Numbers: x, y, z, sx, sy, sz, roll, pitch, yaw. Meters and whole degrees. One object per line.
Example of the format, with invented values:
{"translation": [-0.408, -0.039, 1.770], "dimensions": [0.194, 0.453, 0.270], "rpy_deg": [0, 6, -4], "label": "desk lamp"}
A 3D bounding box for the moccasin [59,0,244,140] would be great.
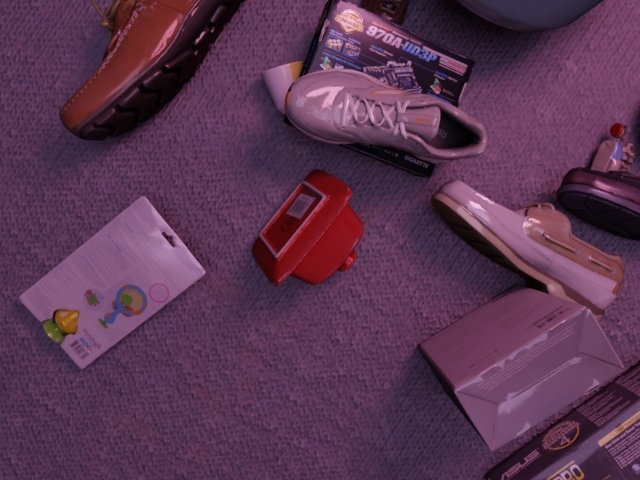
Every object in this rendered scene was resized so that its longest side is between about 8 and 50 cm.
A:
{"translation": [-0.220, -0.299, 0.816], "dimensions": [0.147, 0.139, 0.380], "rpy_deg": [36, 91, -1], "label": "moccasin"}

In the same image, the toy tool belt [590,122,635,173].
{"translation": [0.426, -0.122, 0.885], "dimensions": [0.051, 0.052, 0.083], "rpy_deg": [18, 96, -32], "label": "toy tool belt"}

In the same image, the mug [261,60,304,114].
{"translation": [-0.039, -0.214, 0.860], "dimensions": [0.078, 0.062, 0.064], "rpy_deg": [-10, 102, 31], "label": "mug"}

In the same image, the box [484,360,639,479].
{"translation": [0.491, 0.365, 0.880], "dimensions": [0.395, 0.097, 0.318], "rpy_deg": [-37, 94, 1], "label": "box"}

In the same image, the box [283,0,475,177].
{"translation": [0.081, -0.204, 0.841], "dimensions": [0.220, 0.051, 0.175], "rpy_deg": [19, 95, -15], "label": "box"}

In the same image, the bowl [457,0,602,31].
{"translation": [0.257, -0.385, 0.771], "dimensions": [0.311, 0.163, 0.311], "rpy_deg": [13, 50, -15], "label": "bowl"}

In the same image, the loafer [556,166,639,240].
{"translation": [0.475, -0.046, 0.866], "dimensions": [0.302, 0.109, 0.095], "rpy_deg": [22, 79, -9], "label": "loafer"}

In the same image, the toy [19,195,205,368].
{"translation": [-0.291, 0.059, 0.872], "dimensions": [0.237, 0.056, 0.137], "rpy_deg": [-38, 96, 6], "label": "toy"}

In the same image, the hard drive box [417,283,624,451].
{"translation": [0.242, 0.150, 0.797], "dimensions": [0.181, 0.232, 0.089], "rpy_deg": [-32, 93, 1], "label": "hard drive box"}

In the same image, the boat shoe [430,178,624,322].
{"translation": [0.292, -0.003, 0.858], "dimensions": [0.302, 0.113, 0.103], "rpy_deg": [35, 90, -13], "label": "boat shoe"}

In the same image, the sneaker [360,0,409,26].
{"translation": [0.102, -0.361, 0.852], "dimensions": [0.066, 0.071, 0.188], "rpy_deg": [21, 92, -2], "label": "sneaker"}

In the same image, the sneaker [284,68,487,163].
{"translation": [0.089, -0.156, 0.761], "dimensions": [0.262, 0.121, 0.099], "rpy_deg": [8, 98, -14], "label": "sneaker"}

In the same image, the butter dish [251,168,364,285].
{"translation": [0.000, 0.000, 0.843], "dimensions": [0.118, 0.160, 0.160], "rpy_deg": [37, 92, -25], "label": "butter dish"}
